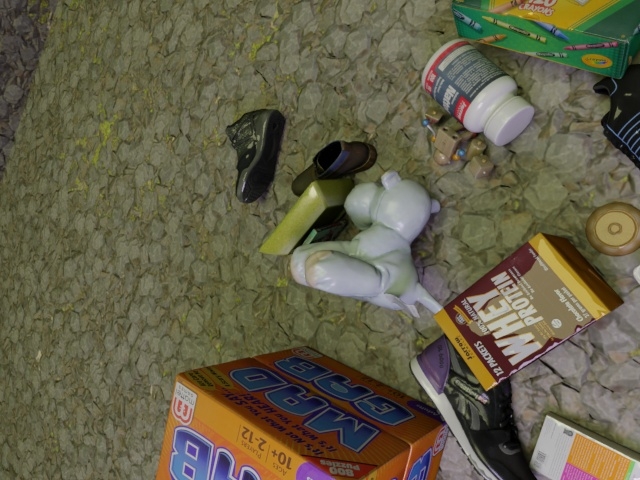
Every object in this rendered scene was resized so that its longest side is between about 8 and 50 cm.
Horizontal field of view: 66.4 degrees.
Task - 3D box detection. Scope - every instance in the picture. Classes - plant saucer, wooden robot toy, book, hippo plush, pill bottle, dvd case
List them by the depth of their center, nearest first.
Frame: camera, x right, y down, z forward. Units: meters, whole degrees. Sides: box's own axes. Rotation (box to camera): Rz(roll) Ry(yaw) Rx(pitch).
[{"bbox_3d":[0.450,-0.017,0.746,0.083,0.015,0.083,-2,86,36],"label":"plant saucer"},{"bbox_3d":[0.407,0.342,0.747,0.144,0.035,0.096,21,103,35],"label":"book"},{"bbox_3d":[0.268,-0.250,0.834,0.108,0.108,0.180,-49,61,23],"label":"pill bottle"},{"bbox_3d":[0.092,-0.010,0.870,0.294,0.234,0.236,9,81,54],"label":"hippo plush"},{"bbox_3d":[0.242,-0.166,0.891,0.173,0.076,0.079,50,150,27],"label":"wooden robot toy"},{"bbox_3d":[-0.013,-0.040,0.986,0.045,0.188,0.188,46,114,13],"label":"plant saucer"},{"bbox_3d":[0.000,0.000,1.001,0.013,0.119,0.087,45,120,15],"label":"dvd case"}]

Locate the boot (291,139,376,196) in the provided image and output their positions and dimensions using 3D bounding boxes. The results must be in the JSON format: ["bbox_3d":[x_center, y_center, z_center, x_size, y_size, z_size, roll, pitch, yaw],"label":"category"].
[{"bbox_3d":[-0.001,-0.155,1.025,0.219,0.106,0.082,-25,73,32],"label":"boot"}]

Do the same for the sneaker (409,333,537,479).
[{"bbox_3d":[0.273,0.277,0.801,0.124,0.107,0.283,-46,60,18],"label":"sneaker"}]

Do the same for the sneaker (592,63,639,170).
[{"bbox_3d":[0.467,-0.144,0.707,0.090,0.081,0.232,-17,71,37],"label":"sneaker"}]

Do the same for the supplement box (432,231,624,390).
[{"bbox_3d":[0.312,0.102,0.730,0.194,0.191,0.129,-45,63,26],"label":"supplement box"}]

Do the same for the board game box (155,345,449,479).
[{"bbox_3d":[-0.037,0.438,0.863,0.356,0.356,0.356,17,97,35],"label":"board game box"}]

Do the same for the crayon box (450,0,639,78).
[{"bbox_3d":[0.369,-0.372,0.753,0.278,0.081,0.165,32,83,33],"label":"crayon box"}]

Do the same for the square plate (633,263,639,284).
[{"bbox_3d":[0.649,0.072,0.575,0.347,0.049,0.344,-44,63,26],"label":"square plate"}]

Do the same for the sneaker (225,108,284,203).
[{"bbox_3d":[-0.173,-0.204,1.169,0.130,0.087,0.227,16,93,37],"label":"sneaker"}]
